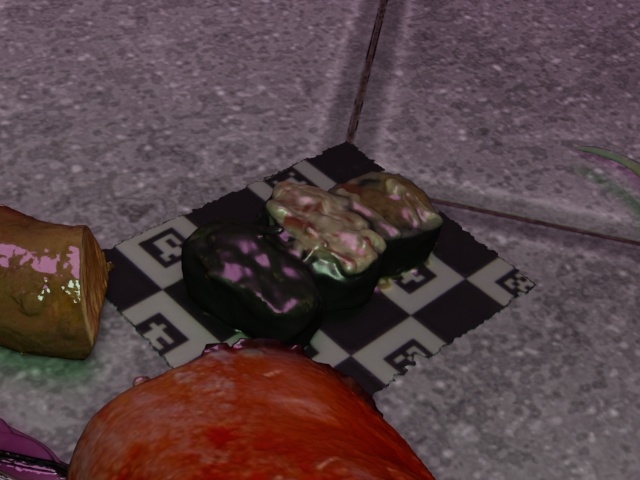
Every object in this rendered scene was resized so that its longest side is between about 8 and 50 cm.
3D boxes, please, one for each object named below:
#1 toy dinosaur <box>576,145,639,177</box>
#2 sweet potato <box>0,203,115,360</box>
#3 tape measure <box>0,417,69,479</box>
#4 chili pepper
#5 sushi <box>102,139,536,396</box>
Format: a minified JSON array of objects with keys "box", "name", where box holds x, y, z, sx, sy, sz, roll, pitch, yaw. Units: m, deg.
[{"box":[0.417,0.001,1.169,0.205,0.092,0.393,-28,62,-28],"name":"toy dinosaur"},{"box":[-0.350,0.018,0.970,0.336,0.131,0.131,10,41,-2],"name":"sweet potato"},{"box":[-0.249,0.194,0.827,0.125,0.074,0.118,20,43,14],"name":"tape measure"},{"box":[-0.012,0.191,0.675,0.251,0.305,0.229,37,82,-21],"name":"chili pepper"},{"box":[0.000,0.000,1.073,0.373,0.100,0.296,-27,53,-34],"name":"sushi"}]
